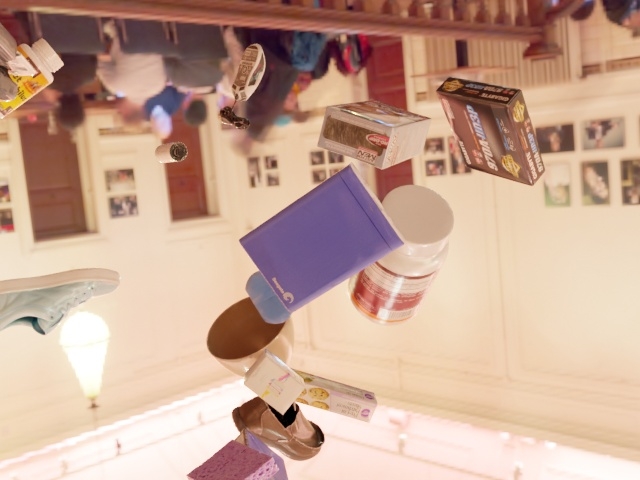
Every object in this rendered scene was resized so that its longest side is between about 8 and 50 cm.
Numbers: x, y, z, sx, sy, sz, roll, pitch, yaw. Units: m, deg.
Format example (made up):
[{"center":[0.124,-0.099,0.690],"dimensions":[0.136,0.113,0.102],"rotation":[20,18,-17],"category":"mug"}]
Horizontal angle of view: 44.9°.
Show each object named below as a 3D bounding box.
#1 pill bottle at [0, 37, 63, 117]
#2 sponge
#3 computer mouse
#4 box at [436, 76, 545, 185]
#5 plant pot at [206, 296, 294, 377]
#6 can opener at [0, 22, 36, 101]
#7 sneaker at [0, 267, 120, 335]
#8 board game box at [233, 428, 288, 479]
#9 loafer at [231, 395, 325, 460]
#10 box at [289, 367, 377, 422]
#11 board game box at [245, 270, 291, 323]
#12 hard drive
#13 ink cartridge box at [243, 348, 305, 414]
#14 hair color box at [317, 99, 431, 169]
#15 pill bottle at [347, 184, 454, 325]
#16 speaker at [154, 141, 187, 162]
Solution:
[{"center":[-0.763,-0.415,1.957],"dimensions":[0.215,0.117,0.117],"rotation":[-40,-167,-10],"category":"pill bottle"},{"center":[-0.168,0.432,1.445],"dimensions":[0.117,0.031,0.210],"rotation":[-33,-169,-25],"category":"sponge"},{"center":[-0.165,-0.346,1.740],"dimensions":[0.042,0.193,0.106],"rotation":[19,-176,-41],"category":"computer mouse"},{"center":[0.342,-0.219,1.548],"dimensions":[0.175,0.220,0.051],"rotation":[24,-115,43],"category":"box"},{"center":[-0.196,0.336,2.477],"dimensions":[0.284,0.191,0.284],"rotation":[-18,-145,13],"category":"plant pot"},{"center":[-0.555,-0.307,1.308],"dimensions":[0.076,0.095,0.283],"rotation":[4,175,-5],"category":"can opener"},{"center":[-0.683,0.168,1.978],"dimensions":[0.365,0.150,0.135],"rotation":[-9,166,-31],"category":"sneaker"},{"center":[-0.223,0.647,1.882],"dimensions":[0.291,0.141,0.232],"rotation":[-47,-167,2],"category":"board game box"},{"center":[-0.092,0.538,2.241],"dimensions":[0.130,0.134,0.366],"rotation":[-42,139,15],"category":"loafer"},{"center":[-0.010,0.400,2.046],"dimensions":[0.324,0.067,0.063],"rotation":[19,-164,-12],"category":"box"},{"center":[-0.141,0.160,2.278],"dimensions":[0.133,0.169,0.033],"rotation":[-32,-179,33],"category":"board game box"},{"center":[0.000,0.000,1.729],"dimensions":[0.318,0.210,0.040],"rotation":[-33,-174,21],"category":"hard drive"},{"center":[-0.107,0.352,1.904],"dimensions":[0.143,0.090,0.092],"rotation":[39,180,-7],"category":"ink cartridge box"},{"center":[0.154,-0.292,2.074],"dimensions":[0.185,0.114,0.374],"rotation":[21,-160,17],"category":"hair color box"},{"center":[0.212,0.044,2.072],"dimensions":[0.224,0.224,0.392],"rotation":[-7,147,-15],"category":"pill bottle"},{"center":[-0.432,-0.253,2.231],"dimensions":[0.055,0.055,0.136],"rotation":[-9,-173,-29],"category":"speaker"}]
